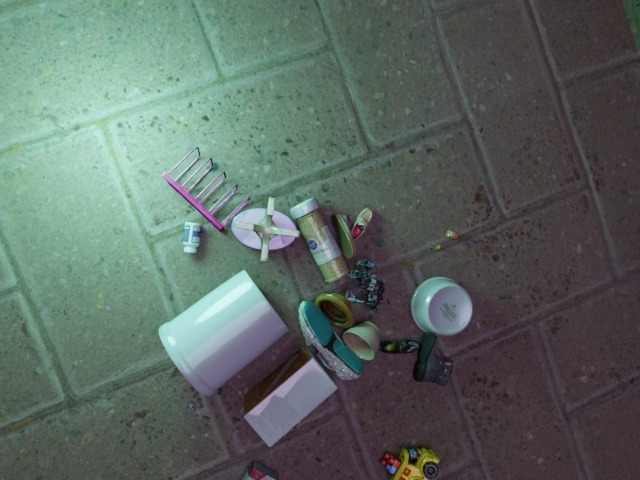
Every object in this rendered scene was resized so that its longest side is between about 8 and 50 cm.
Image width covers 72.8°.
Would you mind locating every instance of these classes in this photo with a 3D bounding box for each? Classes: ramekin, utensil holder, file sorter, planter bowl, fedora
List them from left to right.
[{"bbox_3d":[-0.439,-0.200,1.715,0.290,0.202,0.182,44,81,-8],"label":"file sorter"},{"bbox_3d":[-0.360,0.344,1.675,0.385,0.327,0.328,-37,97,-9],"label":"utensil holder"},{"bbox_3d":[0.071,0.287,1.855,0.194,0.194,0.079,47,46,-8],"label":"fedora"},{"bbox_3d":[0.193,0.418,1.870,0.162,0.162,0.109,52,56,-7],"label":"planter bowl"},{"bbox_3d":[0.550,0.299,1.933,0.272,0.127,0.273,0,91,-11],"label":"ramekin"}]

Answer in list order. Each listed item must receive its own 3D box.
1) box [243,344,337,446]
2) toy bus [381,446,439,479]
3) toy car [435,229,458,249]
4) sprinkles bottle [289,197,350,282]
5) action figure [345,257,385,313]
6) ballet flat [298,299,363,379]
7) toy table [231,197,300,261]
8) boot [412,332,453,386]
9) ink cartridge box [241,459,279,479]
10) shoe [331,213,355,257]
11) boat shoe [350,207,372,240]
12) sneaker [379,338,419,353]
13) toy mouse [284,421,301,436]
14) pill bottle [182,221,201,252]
[{"bbox_3d":[-0.128,0.622,1.773,0.345,0.215,0.168,-39,97,-8],"label":"box"},{"bbox_3d":[0.388,0.996,1.921,0.211,0.149,0.220,33,83,7],"label":"toy bus"},{"bbox_3d":[0.583,0.005,1.978,0.060,0.040,0.122,37,84,-9],"label":"toy car"},{"bbox_3d":[0.000,0.000,1.834,0.121,0.121,0.356,-28,96,-8],"label":"sprinkles bottle"},{"bbox_3d":[0.196,0.199,1.865,0.164,0.140,0.276,-53,140,-31],"label":"action figure"},{"bbox_3d":[0.015,0.445,1.843,0.147,0.147,0.409,-40,97,-7],"label":"ballet flat"},{"bbox_3d":[-0.224,-0.043,1.775,0.274,0.161,0.253,-4,92,-11],"label":"toy table"},{"bbox_3d":[0.523,0.535,1.953,0.161,0.083,0.247,10,106,-14],"label":"boot"},{"bbox_3d":[-0.276,1.044,1.826,0.127,0.072,0.175,33,85,-9],"label":"ink cartridge box"},{"bbox_3d":[0.110,-0.024,1.846,0.058,0.077,0.219,-2,58,-31],"label":"shoe"},{"bbox_3d":[0.178,-0.065,1.895,0.063,0.059,0.170,32,86,-9],"label":"boat shoe"},{"bbox_3d":[0.352,0.477,1.926,0.188,0.078,0.067,0,91,-11],"label":"sneaker"},{"bbox_3d":[-0.099,0.740,1.837,0.161,0.143,0.031,-30,54,-31],"label":"toy mouse"},{"bbox_3d":[-0.524,-0.012,1.768,0.067,0.067,0.120,7,90,-10],"label":"pill bottle"}]
